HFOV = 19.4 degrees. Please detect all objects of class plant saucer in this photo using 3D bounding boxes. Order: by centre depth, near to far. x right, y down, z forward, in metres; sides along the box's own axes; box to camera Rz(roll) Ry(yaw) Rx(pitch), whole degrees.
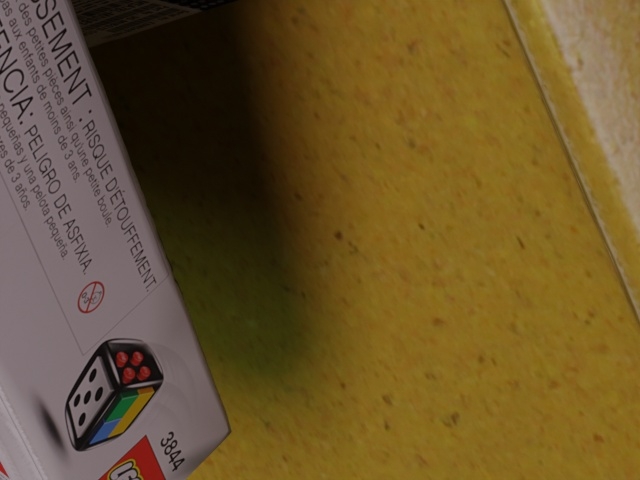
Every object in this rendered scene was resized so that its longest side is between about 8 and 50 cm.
[{"bbox_3d":[0.000,0.000,0.514,0.332,0.081,0.333,-11,114,37],"label":"plant saucer"}]

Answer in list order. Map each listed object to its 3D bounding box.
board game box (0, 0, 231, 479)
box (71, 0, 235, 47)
[{"bbox_3d":[-0.157,-0.071,0.433,0.305,0.053,0.193,33,153,35],"label":"board game box"},{"bbox_3d":[-0.013,-0.147,0.382,0.190,0.045,0.184,-12,78,38],"label":"box"}]
